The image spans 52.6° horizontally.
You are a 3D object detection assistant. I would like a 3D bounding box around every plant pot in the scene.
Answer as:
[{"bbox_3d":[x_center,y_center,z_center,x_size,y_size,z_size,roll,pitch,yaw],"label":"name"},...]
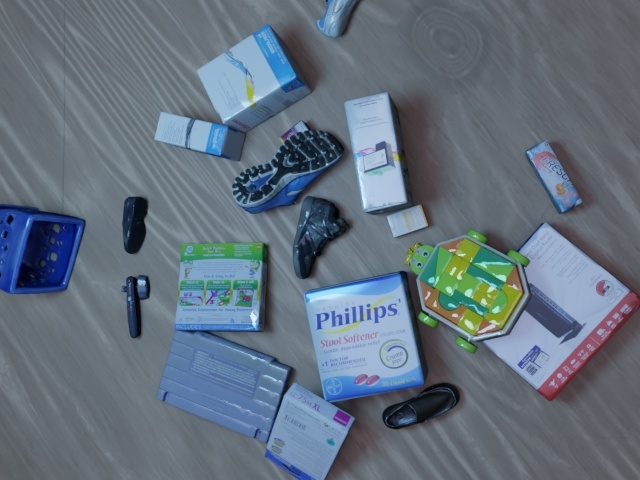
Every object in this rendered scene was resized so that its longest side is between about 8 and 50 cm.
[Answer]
[{"bbox_3d":[-0.867,0.012,1.887,0.212,0.236,0.236,19,95,18],"label":"plant pot"}]

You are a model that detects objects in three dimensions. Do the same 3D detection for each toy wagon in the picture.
[{"bbox_3d":[0.346,0.104,1.627,0.344,0.068,0.267,32,93,32],"label":"toy wagon"}]

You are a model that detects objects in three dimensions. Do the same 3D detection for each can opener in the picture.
[{"bbox_3d":[-0.545,0.194,1.896,0.073,0.059,0.186,2,90,12],"label":"can opener"}]

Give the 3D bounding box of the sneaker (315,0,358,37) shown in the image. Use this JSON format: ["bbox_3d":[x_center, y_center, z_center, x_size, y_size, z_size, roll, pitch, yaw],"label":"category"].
[{"bbox_3d":[0.068,-0.663,1.746,0.086,0.085,0.237,33,94,18],"label":"sneaker"}]

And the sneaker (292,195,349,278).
[{"bbox_3d":[0.000,0.000,1.757,0.130,0.087,0.227,11,87,19],"label":"sneaker"}]

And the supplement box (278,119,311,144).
[{"bbox_3d":[-0.066,-0.288,1.789,0.083,0.055,0.043,-38,82,9],"label":"supplement box"}]

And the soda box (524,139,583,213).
[{"bbox_3d":[0.586,-0.159,1.635,0.058,0.063,0.183,-30,84,12],"label":"soda box"}]

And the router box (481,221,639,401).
[{"bbox_3d":[0.567,0.176,1.629,0.301,0.082,0.335,41,98,10],"label":"router box"}]

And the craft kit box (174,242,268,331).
[{"bbox_3d":[-0.276,0.131,1.811,0.250,0.061,0.247,-1,79,13],"label":"craft kit box"}]

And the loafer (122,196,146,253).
[{"bbox_3d":[-0.554,-0.046,1.905,0.061,0.062,0.170,8,88,35],"label":"loafer"}]

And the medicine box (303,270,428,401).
[{"bbox_3d":[0.121,0.246,1.698,0.263,0.149,0.289,-13,88,13],"label":"medicine box"}]

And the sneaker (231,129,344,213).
[{"bbox_3d":[-0.085,-0.181,1.764,0.330,0.147,0.130,-30,72,-7],"label":"sneaker"}]

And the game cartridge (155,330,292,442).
[{"bbox_3d":[-0.273,0.400,1.836,0.355,0.068,0.230,19,90,12],"label":"game cartridge"}]

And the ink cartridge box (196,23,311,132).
[{"bbox_3d":[-0.177,-0.430,1.755,0.232,0.171,0.168,-29,84,11],"label":"ink cartridge box"}]

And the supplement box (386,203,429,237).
[{"bbox_3d":[0.233,-0.052,1.729,0.098,0.036,0.062,-18,86,12],"label":"supplement box"}]

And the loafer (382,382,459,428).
[{"bbox_3d":[0.263,0.446,1.700,0.220,0.078,0.080,-29,84,11],"label":"loafer"}]

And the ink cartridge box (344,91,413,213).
[{"bbox_3d":[0.155,-0.214,1.663,0.117,0.201,0.278,-10,88,13],"label":"ink cartridge box"}]

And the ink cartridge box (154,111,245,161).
[{"bbox_3d":[-0.333,-0.288,1.802,0.203,0.148,0.086,15,94,12],"label":"ink cartridge box"}]

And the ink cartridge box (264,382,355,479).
[{"bbox_3d":[-0.037,0.528,1.726,0.186,0.065,0.311,28,129,12],"label":"ink cartridge box"}]
